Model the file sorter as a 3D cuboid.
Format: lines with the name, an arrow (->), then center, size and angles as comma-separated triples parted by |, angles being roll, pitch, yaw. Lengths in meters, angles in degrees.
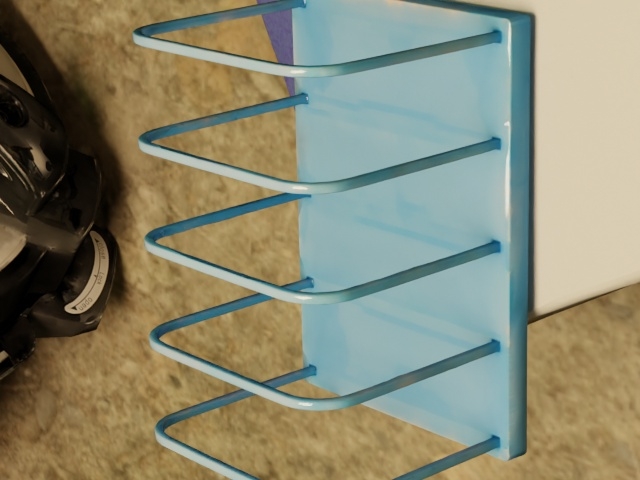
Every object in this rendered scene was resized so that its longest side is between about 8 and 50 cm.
file sorter -> 0.000, 0.000, 0.700 | 0.118, 0.104, 0.170 | 18, 116, 46

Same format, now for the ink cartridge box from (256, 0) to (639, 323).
ink cartridge box -> 0.055, -0.130, 0.726 | 0.330, 0.071, 0.324 | -26, 82, 47

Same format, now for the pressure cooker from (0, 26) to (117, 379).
pressure cooker -> -0.358, 0.000, 1.219 | 0.375, 0.370, 0.420 | 54, 137, 20
